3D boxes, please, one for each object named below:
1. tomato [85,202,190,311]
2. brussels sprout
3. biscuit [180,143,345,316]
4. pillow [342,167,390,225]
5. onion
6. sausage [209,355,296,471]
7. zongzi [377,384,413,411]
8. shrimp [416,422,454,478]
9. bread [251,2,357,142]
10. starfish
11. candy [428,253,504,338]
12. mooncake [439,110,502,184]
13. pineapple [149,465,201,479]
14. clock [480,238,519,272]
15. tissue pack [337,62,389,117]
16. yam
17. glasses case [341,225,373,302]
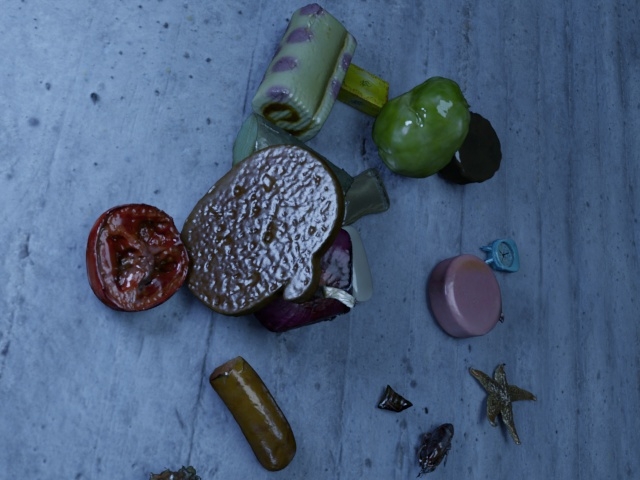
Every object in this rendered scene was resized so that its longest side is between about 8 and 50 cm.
[{"bbox_3d":[-0.383,0.041,1.358,0.228,0.101,0.228,10,76,-43],"label":"tomato"},{"bbox_3d":[0.277,-0.310,1.866,0.243,0.316,0.273,38,78,-2],"label":"brussels sprout"},{"bbox_3d":[-0.116,-0.010,1.419,0.350,0.394,0.070,55,7,23],"label":"biscuit"},{"bbox_3d":[0.105,-0.120,1.819,0.217,0.033,0.130,-21,92,-40],"label":"pillow"},{"bbox_3d":[-0.051,0.081,1.513,0.230,0.272,0.256,1,62,-4],"label":"onion"},{"bbox_3d":[-0.137,0.379,1.448,0.109,0.109,0.270,-37,104,-38],"label":"sausage"},{"bbox_3d":[0.196,0.427,1.730,0.083,0.073,0.067,20,58,12],"label":"zongzi"},{"bbox_3d":[0.299,0.555,1.759,0.190,0.075,0.073,-50,140,-43],"label":"shrimp"},{"bbox_3d":[-0.040,-0.429,1.718,0.187,0.155,0.338,38,56,-31],"label":"bread"},{"bbox_3d":[0.549,0.484,1.985,0.295,0.048,0.231,27,52,-32],"label":"starfish"},{"bbox_3d":[0.428,0.167,1.948,0.255,0.094,0.255,11,71,-35],"label":"candy"},{"bbox_3d":[0.446,-0.280,2.075,0.228,0.124,0.228,7,78,-34],"label":"mooncake"},{"bbox_3d":[-0.285,0.512,1.268,0.166,0.166,0.193,47,38,-18],"label":"pineapple"},{"bbox_3d":[0.572,0.048,2.126,0.147,0.045,0.108,5,73,-36],"label":"clock"},{"bbox_3d":[0.110,-0.431,1.894,0.176,0.062,0.095,20,66,-33],"label":"tissue pack"},{"bbox_3d":[-0.074,-0.157,1.585,0.304,0.168,0.168,32,59,-14],"label":"yam"},{"bbox_3d":[0.085,0.062,1.740,0.081,0.051,0.204,-8,82,-40],"label":"glasses case"}]
